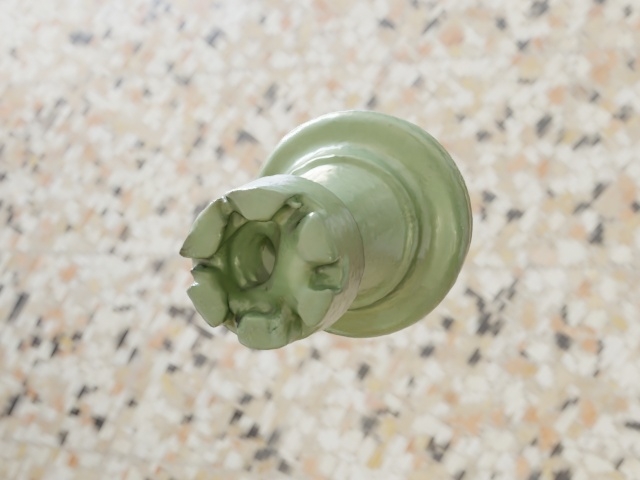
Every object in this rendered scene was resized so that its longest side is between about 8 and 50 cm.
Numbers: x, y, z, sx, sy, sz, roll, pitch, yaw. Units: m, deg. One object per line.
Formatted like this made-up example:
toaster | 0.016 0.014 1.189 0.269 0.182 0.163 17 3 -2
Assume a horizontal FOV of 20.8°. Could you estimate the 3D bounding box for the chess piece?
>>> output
chess piece | 0.000 0.000 1.371 0.195 0.299 0.194 2 98 17
